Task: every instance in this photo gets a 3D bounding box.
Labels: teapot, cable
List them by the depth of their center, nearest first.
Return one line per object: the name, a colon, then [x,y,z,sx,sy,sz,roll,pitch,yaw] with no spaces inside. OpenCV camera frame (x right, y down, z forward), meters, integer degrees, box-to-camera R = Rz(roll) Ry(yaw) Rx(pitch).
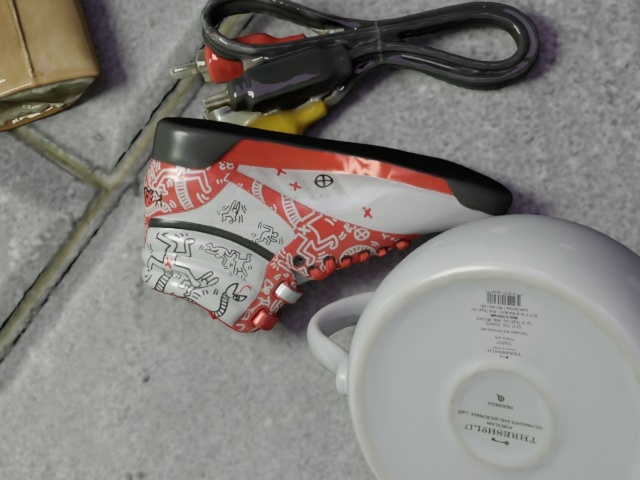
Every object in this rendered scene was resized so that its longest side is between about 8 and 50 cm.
teapot: [0.146,0.085,1.175,0.256,0.187,0.252,47,120,2]
cable: [0.021,-0.144,1.341,0.287,0.072,0.139,-15,72,-5]

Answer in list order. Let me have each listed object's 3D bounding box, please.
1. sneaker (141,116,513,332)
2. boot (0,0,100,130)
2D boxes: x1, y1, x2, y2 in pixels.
sneaker: [-0.001,0.000,1.282,0.270,0.090,0.145,9,101,-4]
boot: [-0.218,-0.244,1.398,0.236,0.089,0.269,-20,70,15]
